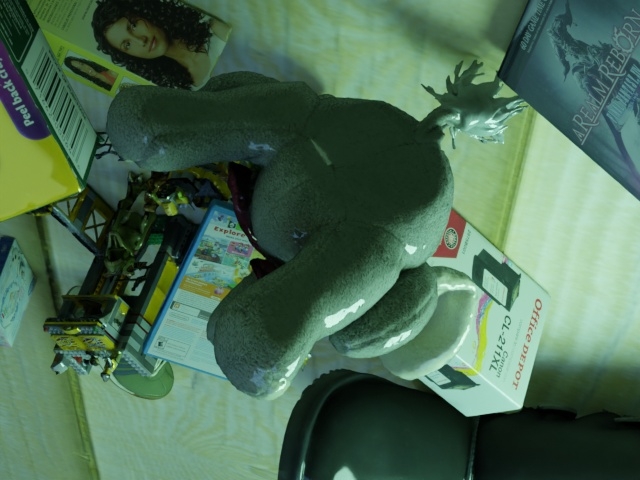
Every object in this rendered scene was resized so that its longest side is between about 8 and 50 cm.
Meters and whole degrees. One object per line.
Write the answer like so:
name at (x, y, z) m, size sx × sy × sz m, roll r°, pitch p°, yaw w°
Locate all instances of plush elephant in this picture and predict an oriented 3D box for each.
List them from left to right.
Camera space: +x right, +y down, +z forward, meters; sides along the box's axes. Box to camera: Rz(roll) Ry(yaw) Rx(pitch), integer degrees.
plush elephant at (0.000, 0.000, 1.448) m, size 0.272 × 0.330 × 0.255 m, roll 55°, pitch 154°, yaw 22°

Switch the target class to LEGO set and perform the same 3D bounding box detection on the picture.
LEGO set at (-0.172, 0.024, 1.702) m, size 0.331 × 0.192 × 0.255 m, roll 3°, pitch 147°, yaw 28°

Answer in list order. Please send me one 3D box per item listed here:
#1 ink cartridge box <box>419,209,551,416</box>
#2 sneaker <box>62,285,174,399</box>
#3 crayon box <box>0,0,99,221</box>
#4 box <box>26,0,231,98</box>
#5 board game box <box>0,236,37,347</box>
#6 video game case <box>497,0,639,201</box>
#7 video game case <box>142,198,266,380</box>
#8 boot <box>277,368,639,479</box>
ink cartridge box at (0.122, 0.063, 1.645) m, size 0.072 × 0.127 × 0.175 m, roll -14°, pitch 137°, yaw 45°
sneaker at (-0.207, 0.122, 2.027) m, size 0.086 × 0.064 × 0.192 m, roll 3°, pitch 144°, yaw 39°
crayon box at (-0.394, -0.154, 1.385) m, size 0.313 × 0.106 × 0.363 m, roll -19°, pitch 117°, yaw 12°
box at (-0.196, -0.183, 1.475) m, size 0.232 × 0.087 × 0.058 m, roll 24°, pitch 154°, yaw -9°
board game box at (-0.347, 0.057, 1.982) m, size 0.020 × 0.090 × 0.090 m, roll 7°, pitch 149°, yaw 15°
video game case at (0.254, -0.088, 1.284) m, size 0.274 × 0.026 × 0.196 m, roll 42°, pitch 154°, yaw 13°
video game case at (-0.074, 0.051, 1.611) m, size 0.119 × 0.015 × 0.166 m, roll 20°, pitch 116°, yaw -16°
boot at (0.230, 0.229, 1.746) m, size 0.445 × 0.146 × 0.367 m, roll 9°, pitch -176°, yaw 27°
